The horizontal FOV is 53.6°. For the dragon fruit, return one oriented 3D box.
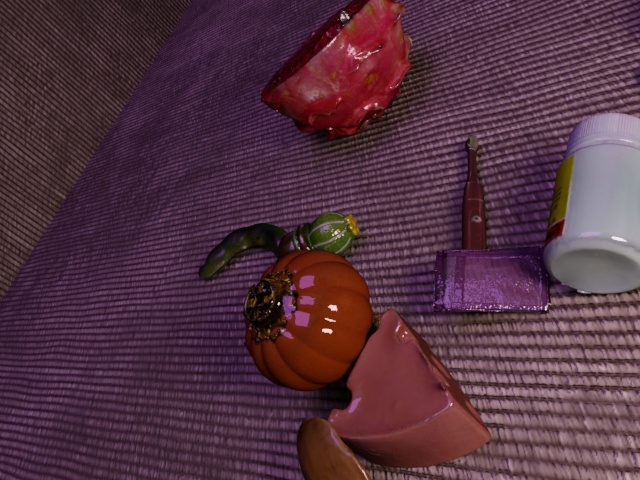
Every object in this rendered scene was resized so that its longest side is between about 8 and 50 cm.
[{"bbox_3d":[0.060,-0.387,1.441,0.386,0.249,0.371,-46,20,-6],"label":"dragon fruit"}]

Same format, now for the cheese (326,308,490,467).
[{"bbox_3d":[0.099,0.232,0.890,0.177,0.128,0.203,-41,37,6],"label":"cheese"}]

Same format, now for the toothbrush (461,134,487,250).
[{"bbox_3d":[0.261,-0.049,1.077,0.041,0.041,0.363,-19,44,32],"label":"toothbrush"}]

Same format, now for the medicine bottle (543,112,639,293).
[{"bbox_3d":[0.389,-0.051,0.865,0.139,0.139,0.225,-7,51,41],"label":"medicine bottle"}]

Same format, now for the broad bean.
[{"bbox_3d":[-0.165,0.023,1.423,0.292,0.049,0.144,-4,54,42],"label":"broad bean"}]

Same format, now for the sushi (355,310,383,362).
[{"bbox_3d":[0.086,0.165,1.032,0.052,0.055,0.120,-6,53,34],"label":"sushi"}]

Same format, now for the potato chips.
[{"bbox_3d":[0.018,0.335,0.852,0.150,0.049,0.201,-45,64,48],"label":"potato chips"}]

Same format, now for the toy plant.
[{"bbox_3d":[0.000,0.000,1.248,0.163,0.093,0.092,-27,40,20],"label":"toy plant"}]

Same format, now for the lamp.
[{"bbox_3d":[-0.022,0.121,0.979,0.223,0.197,0.223,-28,50,40],"label":"lamp"}]

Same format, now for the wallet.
[{"bbox_3d":[0.253,0.058,0.943,0.166,0.030,0.111,-2,51,17],"label":"wallet"}]

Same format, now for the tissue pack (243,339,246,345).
[{"bbox_3d":[-0.065,0.191,1.131,0.111,0.085,0.079,18,68,52],"label":"tissue pack"}]
